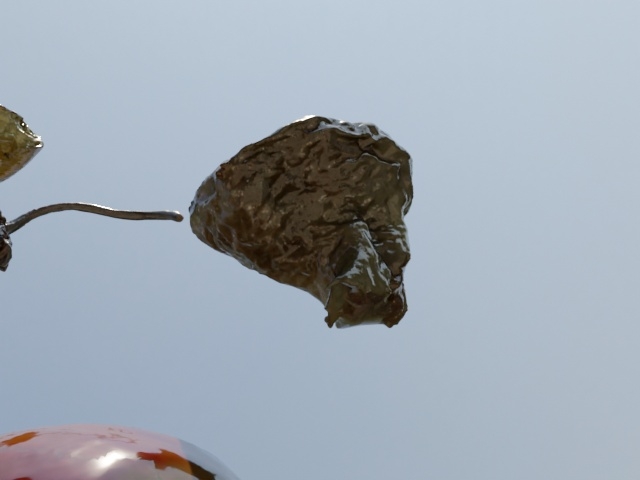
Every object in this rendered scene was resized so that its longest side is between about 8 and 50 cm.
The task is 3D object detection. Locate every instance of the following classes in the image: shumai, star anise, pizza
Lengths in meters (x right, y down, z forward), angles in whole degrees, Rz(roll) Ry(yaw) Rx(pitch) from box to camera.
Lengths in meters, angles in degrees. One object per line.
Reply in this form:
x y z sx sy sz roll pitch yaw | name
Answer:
0.000 0.000 0.744 0.205 0.176 0.166 -10 -23 -19 | shumai
-0.314 -0.047 1.007 0.227 0.218 0.148 -32 -29 -25 | star anise
-0.239 -0.049 0.504 0.099 0.160 0.036 27 -125 -57 | pizza

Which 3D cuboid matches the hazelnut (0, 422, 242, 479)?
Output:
-0.161 0.296 0.562 0.365 0.366 0.366 -15 -60 -27 | hazelnut
